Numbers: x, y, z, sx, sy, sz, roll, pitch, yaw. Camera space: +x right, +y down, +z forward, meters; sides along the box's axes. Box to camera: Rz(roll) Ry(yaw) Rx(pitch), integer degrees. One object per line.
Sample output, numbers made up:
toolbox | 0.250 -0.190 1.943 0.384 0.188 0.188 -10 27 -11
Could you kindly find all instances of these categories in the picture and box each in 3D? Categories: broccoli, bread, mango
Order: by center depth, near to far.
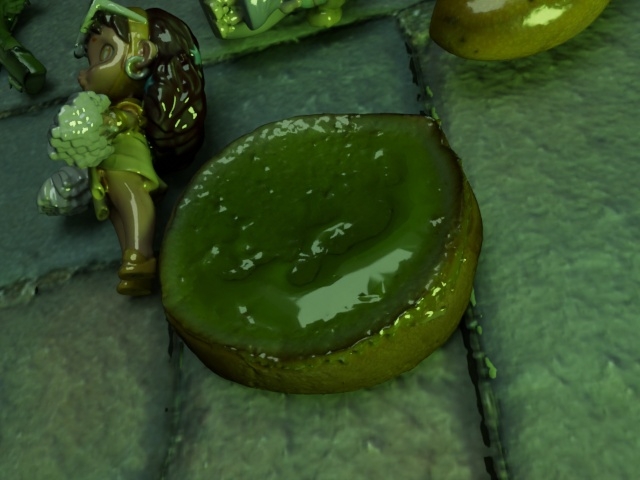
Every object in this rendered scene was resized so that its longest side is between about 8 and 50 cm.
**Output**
bread | 0.000 0.000 0.532 0.236 0.070 0.236 -10 53 13
mango | 0.175 -0.241 0.626 0.157 0.109 0.262 19 70 18
broccoli | -0.346 -0.229 0.801 0.122 0.118 0.204 -30 67 -17

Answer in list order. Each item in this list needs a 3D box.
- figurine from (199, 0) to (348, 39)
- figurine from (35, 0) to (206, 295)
figurine | -0.007 -0.277 0.700 0.236 0.127 0.155 -24 33 -3
figurine | -0.154 -0.080 0.603 0.116 0.175 0.240 14 64 -19
